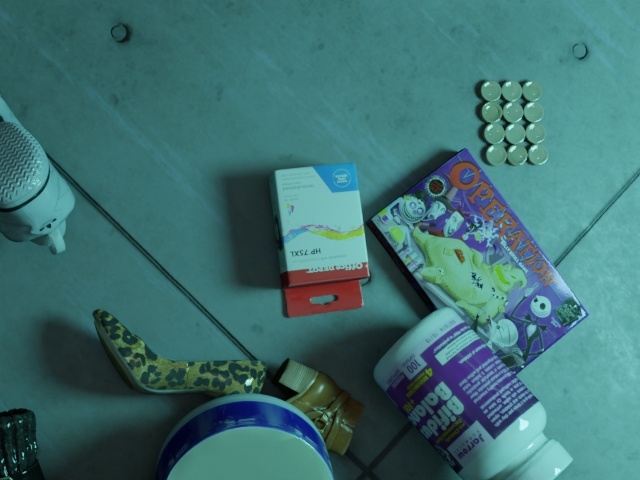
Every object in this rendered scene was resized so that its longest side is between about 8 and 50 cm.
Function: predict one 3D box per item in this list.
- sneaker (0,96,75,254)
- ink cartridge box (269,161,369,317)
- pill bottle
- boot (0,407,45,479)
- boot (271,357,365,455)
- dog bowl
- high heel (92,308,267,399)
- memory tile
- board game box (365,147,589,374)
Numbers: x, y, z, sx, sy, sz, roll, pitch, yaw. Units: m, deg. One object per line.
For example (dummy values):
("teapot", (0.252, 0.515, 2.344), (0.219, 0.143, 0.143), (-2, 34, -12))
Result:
("sneaker", (-0.493, -0.130, 1.688), (0.137, 0.210, 0.366), (-34, 56, -12))
("ink cartridge box", (0.000, 0.000, 1.787), (0.134, 0.078, 0.231), (-7, 86, -11))
("pill bottle", (0.235, 0.262, 1.719), (0.169, 0.169, 0.301), (-40, 74, -12))
("boot", (-0.401, 0.371, 1.648), (0.348, 0.131, 0.260), (-4, 78, -17))
("boot", (-0.031, 0.299, 1.755), (0.152, 0.073, 0.197), (33, 83, -11))
("dog bowl", (-0.111, 0.366, 1.665), (0.265, 0.104, 0.265), (-3, 108, -8))
("high heel", (-0.214, 0.170, 1.731), (0.186, 0.093, 0.261), (-39, 94, -19))
("memory tile", (0.325, -0.198, 1.901), (0.113, 0.012, 0.148), (-3, 85, -10))
("board game box", (0.258, 0.046, 1.847), (0.208, 0.056, 0.347), (-37, 91, -16))
